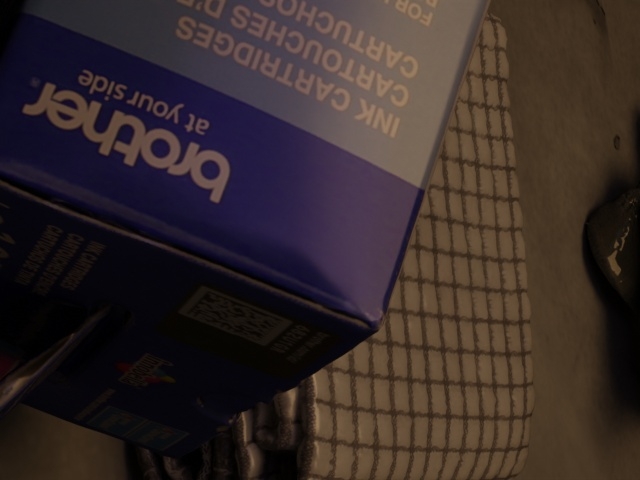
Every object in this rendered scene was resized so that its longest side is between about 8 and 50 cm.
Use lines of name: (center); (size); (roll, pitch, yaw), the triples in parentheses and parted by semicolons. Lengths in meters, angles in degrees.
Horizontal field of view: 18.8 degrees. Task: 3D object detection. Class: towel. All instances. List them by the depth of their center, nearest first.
towel: (0.000, 0.000, 0.995); (0.235, 0.121, 0.284); (8, 75, -56)

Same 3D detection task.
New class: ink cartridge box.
ink cartridge box: (-0.042, -0.081, 0.730); (0.151, 0.270, 0.396); (22, 69, -12)

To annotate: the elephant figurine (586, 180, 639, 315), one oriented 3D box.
elephant figurine: (0.279, 0.007, 1.445); (0.169, 0.186, 0.239); (-20, 86, -16)
